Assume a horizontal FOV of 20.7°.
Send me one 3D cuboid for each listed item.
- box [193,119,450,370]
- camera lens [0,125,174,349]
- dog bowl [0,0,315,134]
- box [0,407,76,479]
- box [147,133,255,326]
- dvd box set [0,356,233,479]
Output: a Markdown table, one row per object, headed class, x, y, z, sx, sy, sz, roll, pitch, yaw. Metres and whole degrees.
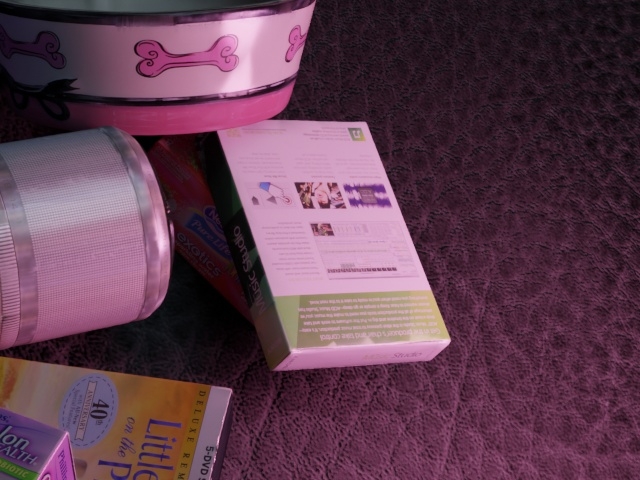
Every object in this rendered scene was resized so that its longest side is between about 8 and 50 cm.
| class | x | y | z | sx | sy | sz | roll | pitch | yaw |
| --- | --- | --- | --- | --- | --- | --- | --- | --- | --- |
| box | 0.000 | 0.000 | 2.087 | 0.232 | 0.058 | 0.322 | -1 | 57 | -34 |
| camera lens | -0.311 | 0.000 | 1.905 | 0.274 | 0.219 | 0.219 | -12 | 63 | -24 |
| dog bowl | -0.206 | -0.235 | 2.107 | 0.408 | 0.150 | 0.408 | 0 | 17 | 0 |
| box | -0.372 | 0.260 | 1.583 | 0.213 | 0.117 | 0.243 | 18 | 51 | 14 |
| box | -0.101 | -0.030 | 2.168 | 0.257 | 0.122 | 0.128 | 45 | 45 | 3 |
| dvd box set | -0.317 | 0.250 | 1.713 | 0.420 | 0.062 | 0.308 | 8 | 48 | 5 |
